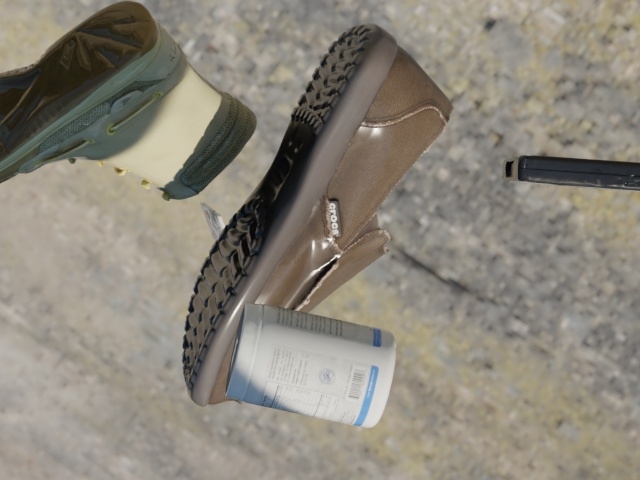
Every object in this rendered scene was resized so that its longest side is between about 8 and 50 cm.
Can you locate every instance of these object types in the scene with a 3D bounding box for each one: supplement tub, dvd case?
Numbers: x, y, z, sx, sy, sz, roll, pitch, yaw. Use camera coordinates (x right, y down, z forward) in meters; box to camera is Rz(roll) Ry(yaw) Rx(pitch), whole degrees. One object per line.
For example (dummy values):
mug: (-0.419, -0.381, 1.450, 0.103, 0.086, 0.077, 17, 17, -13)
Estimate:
supplement tub: (-0.007, 0.086, 1.050, 0.107, 0.071, 0.071, 13, 157, -5)
dvd case: (0.235, -0.048, 1.173, 0.180, 0.022, 0.253, 4, -177, 4)

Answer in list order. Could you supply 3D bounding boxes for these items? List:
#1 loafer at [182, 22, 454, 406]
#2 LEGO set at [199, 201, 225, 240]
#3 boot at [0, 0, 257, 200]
loafer: (0.000, 0.000, 1.306, 0.130, 0.366, 0.134, 26, -164, -19)
LEGO set: (-0.051, 0.052, 1.655, 0.182, 0.060, 0.244, 70, 166, -18)
boot: (-0.205, -0.086, 1.357, 0.203, 0.262, 0.095, 38, -156, -54)
